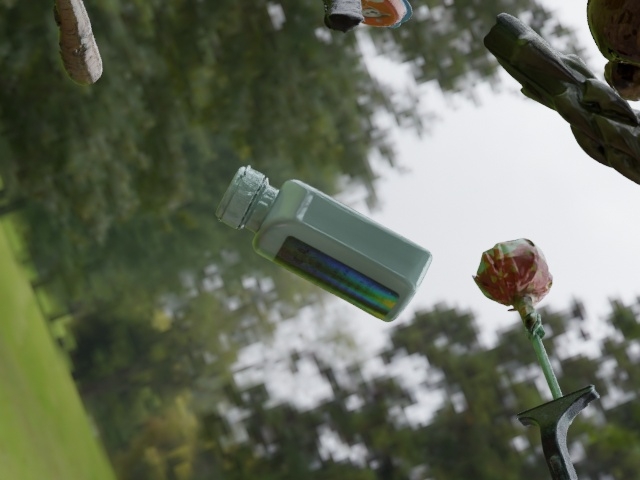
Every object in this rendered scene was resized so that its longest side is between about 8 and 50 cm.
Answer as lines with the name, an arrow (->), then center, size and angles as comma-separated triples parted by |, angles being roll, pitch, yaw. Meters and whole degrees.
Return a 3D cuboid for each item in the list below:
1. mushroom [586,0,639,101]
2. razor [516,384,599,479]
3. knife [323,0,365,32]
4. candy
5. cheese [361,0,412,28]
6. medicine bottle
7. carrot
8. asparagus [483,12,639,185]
mushroom -> 0.319, -0.192, 1.369 | 0.231, 0.194, 0.138 | -23, 104, -68
razor -> 0.177, 0.198, 1.152 | 0.033, 0.066, 0.190 | 10, 62, -50
knife -> -0.014, -0.160, 0.932 | 0.222, 0.045, 0.021 | -111, -168, -60
candy -> 0.228, 0.101, 1.843 | 0.078, 0.084, 0.288 | 48, 19, -35
cheese -> 0.053, -0.344, 2.250 | 0.256, 0.106, 0.037 | 51, 48, -62
medicine bottle -> 0.000, 0.000, 1.837 | 0.228, 0.083, 0.121 | 27, -24, -3
carrot -> -0.288, -0.260, 1.958 | 0.254, 0.049, 0.049 | 87, -19, -58
asparagus -> 0.289, -0.133, 1.792 | 0.287, 0.080, 0.080 | 42, -16, 20
